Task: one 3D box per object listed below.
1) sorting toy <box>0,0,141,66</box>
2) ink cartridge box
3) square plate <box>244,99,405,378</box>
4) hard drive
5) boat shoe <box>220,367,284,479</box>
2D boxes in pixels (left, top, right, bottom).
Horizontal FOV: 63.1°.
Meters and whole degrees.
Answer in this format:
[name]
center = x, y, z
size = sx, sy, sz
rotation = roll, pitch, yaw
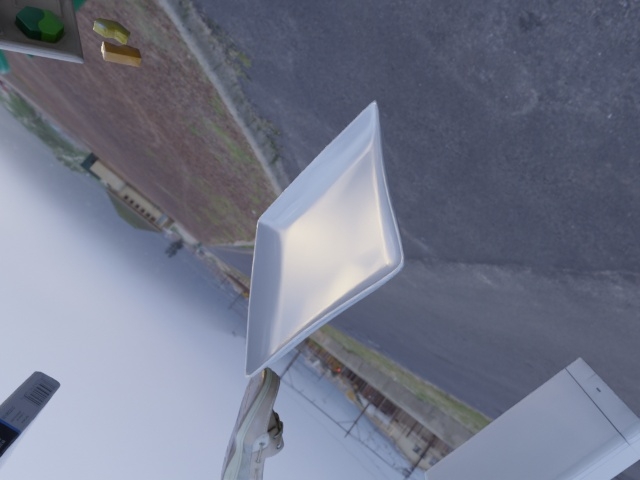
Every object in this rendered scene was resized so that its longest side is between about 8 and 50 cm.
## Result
[sorting toy]
center = -0.465, -0.380, 0.865
size = 0.307, 0.041, 0.229
rotation = 0, -129, -36
[ink cartridge box]
center = -0.405, 0.278, 0.595
size = 0.045, 0.208, 0.206
rotation = 37, -178, -12
[square plate]
center = 0.000, 0.000, 0.814
size = 0.049, 0.344, 0.348
rotation = 28, -140, -28
[hard drive]
center = 0.321, 0.348, 0.826
size = 0.047, 0.353, 0.233
rotation = 46, -168, -3
[boat shoe]
center = -0.116, 0.368, 1.012
size = 0.098, 0.303, 0.109
rotation = 16, -153, -7
